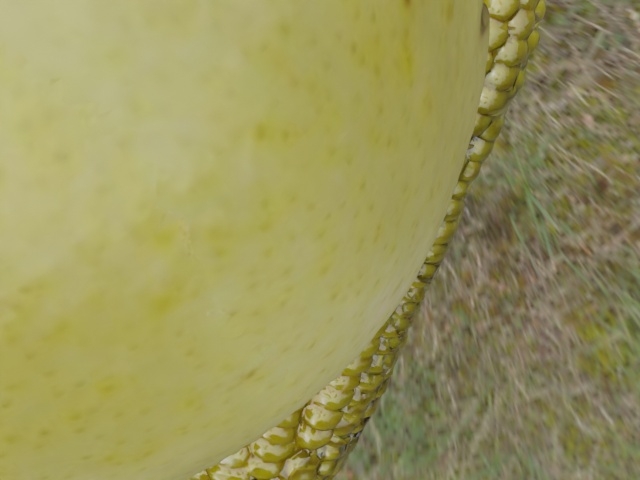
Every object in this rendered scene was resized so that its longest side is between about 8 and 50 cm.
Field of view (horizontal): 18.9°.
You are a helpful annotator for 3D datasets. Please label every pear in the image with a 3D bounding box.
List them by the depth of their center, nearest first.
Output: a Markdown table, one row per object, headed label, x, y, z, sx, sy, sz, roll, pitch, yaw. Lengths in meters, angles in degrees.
| label | x | y | z | sx | sy | sz | roll | pitch | yaw |
| --- | --- | --- | --- | --- | --- | --- | --- | --- | --- |
| pear | -0.102 | -0.074 | 0.505 | 0.309 | 0.309 | 0.309 | 0 | 99 | 1 |

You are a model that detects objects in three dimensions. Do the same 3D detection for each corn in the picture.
| label | x | y | z | sx | sy | sz | roll | pitch | yaw |
| --- | --- | --- | --- | --- | --- | --- | --- | --- | --- |
| corn | 0.000 | 0.000 | 0.798 | 0.115 | 0.115 | 0.318 | 22 | 119 | -3 |
